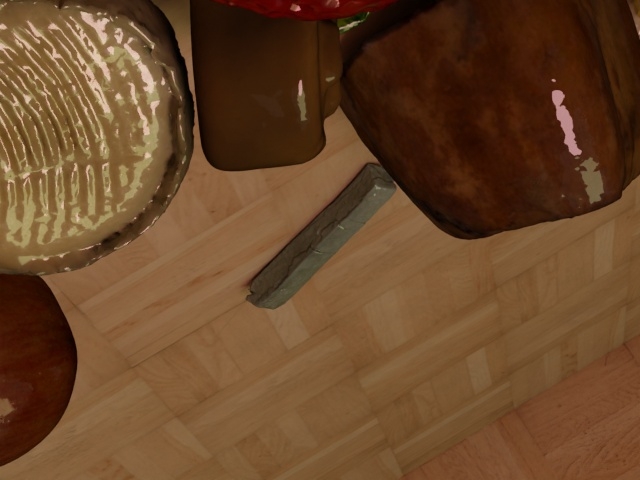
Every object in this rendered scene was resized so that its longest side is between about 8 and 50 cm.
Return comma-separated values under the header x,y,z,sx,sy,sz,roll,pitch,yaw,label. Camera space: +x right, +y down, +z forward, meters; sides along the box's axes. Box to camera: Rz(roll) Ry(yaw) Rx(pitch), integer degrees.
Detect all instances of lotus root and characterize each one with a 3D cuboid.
x,y,z,sx,sy,sz,roll,pitch,yaw,label
0.186,-0.130,1.717,0.316,0.250,0.316,-24,180,0,lotus root

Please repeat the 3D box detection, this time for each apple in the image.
x,y,z,sx,sy,sz,roll,pitch,yaw,label
-0.337,0.115,1.581,0.188,0.211,0.211,-4,146,-38,apple

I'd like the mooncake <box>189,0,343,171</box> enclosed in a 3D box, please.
x,y,z,sx,sy,sz,roll,pitch,yaw,label
-0.045,-0.165,1.331,0.117,0.235,0.235,-6,157,0,mooncake

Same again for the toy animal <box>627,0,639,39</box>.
x,y,z,sx,sy,sz,roll,pitch,yaw,label
0.411,-0.273,1.895,0.184,0.104,0.185,-17,151,-30,toy animal

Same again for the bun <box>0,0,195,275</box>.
x,y,z,sx,sy,sz,roll,pitch,yaw,label
-0.220,-0.103,1.305,0.259,0.152,0.259,-6,120,-11,bun

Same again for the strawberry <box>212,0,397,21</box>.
x,y,z,sx,sy,sz,roll,pitch,yaw,label
-0.010,-0.280,1.116,0.250,0.288,0.239,-40,144,-57,strawberry

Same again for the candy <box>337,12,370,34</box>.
x,y,z,sx,sy,sz,roll,pitch,yaw,label
0.027,-0.227,1.488,0.246,0.069,0.149,-44,-179,18,candy

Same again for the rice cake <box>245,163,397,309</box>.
x,y,z,sx,sy,sz,roll,pitch,yaw,label
0.000,0.000,2.014,0.045,0.042,0.245,12,132,-45,rice cake

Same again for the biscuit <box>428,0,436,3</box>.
x,y,z,sx,sy,sz,roll,pitch,yaw,label
0.157,-0.273,1.649,0.133,0.032,0.250,-32,160,5,biscuit
